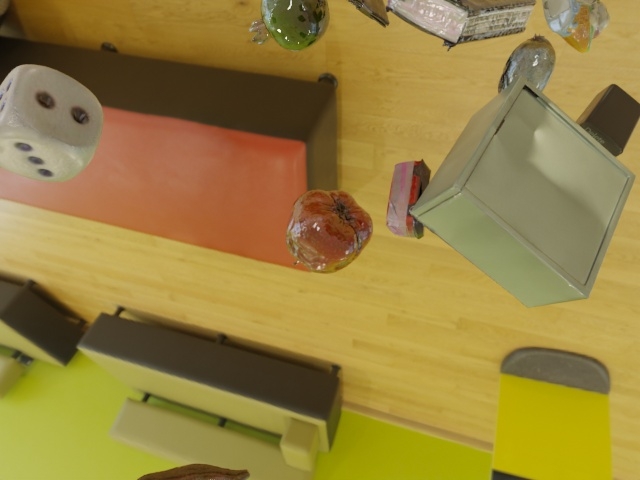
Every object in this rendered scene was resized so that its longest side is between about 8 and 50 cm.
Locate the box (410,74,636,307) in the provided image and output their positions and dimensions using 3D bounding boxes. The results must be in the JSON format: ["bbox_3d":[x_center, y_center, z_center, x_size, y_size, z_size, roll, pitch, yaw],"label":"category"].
[{"bbox_3d":[0.286,-0.062,0.661,0.225,0.225,0.117,39,156,-6],"label":"box"}]

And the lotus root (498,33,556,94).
[{"bbox_3d":[0.389,-0.308,0.895,0.088,0.088,0.165,19,123,6],"label":"lotus root"}]

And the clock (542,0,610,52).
[{"bbox_3d":[0.592,-0.551,1.074,0.103,0.144,0.230,6,110,66],"label":"clock"}]

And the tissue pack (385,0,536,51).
[{"bbox_3d":[0.385,-0.638,1.269,0.259,0.362,0.122,43,140,28],"label":"tissue pack"}]

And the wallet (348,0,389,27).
[{"bbox_3d":[0.129,-0.771,1.475,0.042,0.124,0.230,-27,154,38],"label":"wallet"}]

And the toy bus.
[{"bbox_3d":[0.331,-0.151,1.727,0.147,0.302,0.127,4,152,22],"label":"toy bus"}]

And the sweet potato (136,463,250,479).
[{"bbox_3d":[-0.282,0.542,1.039,0.244,0.077,0.077,5,148,-24],"label":"sweet potato"}]

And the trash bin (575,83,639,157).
[{"bbox_3d":[0.989,-0.407,1.607,0.165,0.225,0.115,40,162,1],"label":"trash bin"}]

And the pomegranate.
[{"bbox_3d":[-0.088,-0.576,1.204,0.225,0.187,0.187,-12,130,34],"label":"pomegranate"}]

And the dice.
[{"bbox_3d":[-0.620,-0.257,1.046,0.193,0.193,0.192,-19,150,34],"label":"dice"}]

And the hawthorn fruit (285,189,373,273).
[{"bbox_3d":[0.000,0.000,1.148,0.208,0.207,0.243,32,129,-11],"label":"hawthorn fruit"}]
